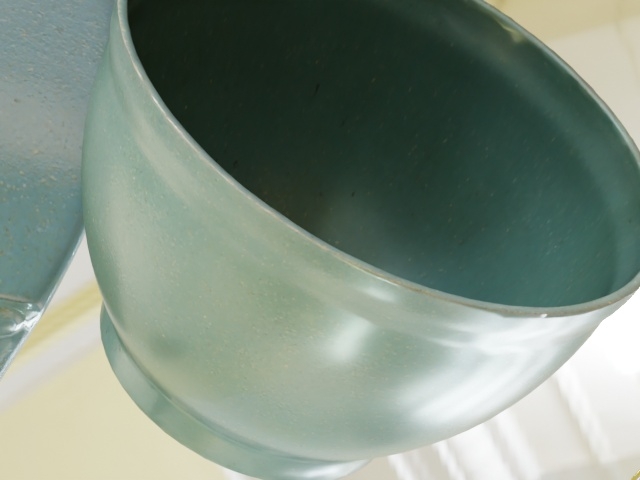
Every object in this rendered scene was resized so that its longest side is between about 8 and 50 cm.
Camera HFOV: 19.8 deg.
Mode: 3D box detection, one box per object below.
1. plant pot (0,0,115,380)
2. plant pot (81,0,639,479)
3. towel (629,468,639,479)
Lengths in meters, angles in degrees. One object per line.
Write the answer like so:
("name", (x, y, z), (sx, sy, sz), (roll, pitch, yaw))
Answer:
("plant pot", (-0.268, -0.025, 1.115), (0.248, 0.247, 0.252), (13, -133, -27))
("plant pot", (0.000, 0.000, 0.945), (0.293, 0.196, 0.293), (19, -144, -15))
("towel", (0.167, 0.100, 0.711), (0.083, 0.060, 0.009), (37, 170, 10))
